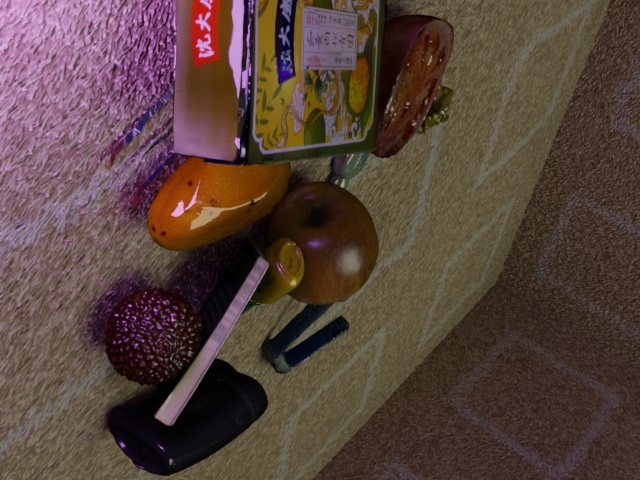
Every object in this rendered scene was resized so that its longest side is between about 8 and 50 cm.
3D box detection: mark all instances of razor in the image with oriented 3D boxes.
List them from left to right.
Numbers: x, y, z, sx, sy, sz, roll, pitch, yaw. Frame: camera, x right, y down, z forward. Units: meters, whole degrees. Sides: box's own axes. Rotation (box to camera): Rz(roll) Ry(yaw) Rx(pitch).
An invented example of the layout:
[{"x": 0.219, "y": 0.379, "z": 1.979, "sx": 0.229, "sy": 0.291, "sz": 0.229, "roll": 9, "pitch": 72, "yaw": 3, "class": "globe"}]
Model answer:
[{"x": -0.285, "y": 0.385, "z": 1.758, "sx": 0.349, "sy": 0.204, "sz": 0.113, "roll": -25, "pitch": 137, "yaw": -49, "class": "razor"}]

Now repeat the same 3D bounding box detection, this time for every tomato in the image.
[{"x": 0.155, "y": -0.350, "z": 1.740, "sx": 0.338, "sy": 0.144, "sz": 0.338, "roll": -50, "pitch": 159, "yaw": -27, "class": "tomato"}]

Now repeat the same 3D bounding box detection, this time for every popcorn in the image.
[{"x": 0.264, "y": -0.339, "z": 2.019, "sx": 0.126, "sy": 0.126, "sz": 0.145, "roll": 135, "pitch": -21, "yaw": -72, "class": "popcorn"}]

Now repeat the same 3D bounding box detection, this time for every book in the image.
[{"x": -0.225, "y": 0.173, "z": 1.628, "sx": 0.371, "sy": 0.043, "sz": 0.260, "roll": -58, "pitch": -166, "yaw": 2, "class": "book"}]

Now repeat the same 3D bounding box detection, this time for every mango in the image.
[{"x": -0.183, "y": -0.078, "z": 1.385, "sx": 0.290, "sy": 0.160, "sz": 0.191, "roll": -38, "pitch": -175, "yaw": -33, "class": "mango"}]

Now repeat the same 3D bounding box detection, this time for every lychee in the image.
[{"x": -0.310, "y": 0.170, "z": 1.461, "sx": 0.188, "sy": 0.188, "sz": 0.188, "roll": -44, "pitch": 155, "yaw": -27, "class": "lychee"}]

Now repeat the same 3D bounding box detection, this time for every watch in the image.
[{"x": -0.030, "y": 0.238, "z": 2.168, "sx": 0.275, "sy": 0.068, "sz": 0.276, "roll": -31, "pitch": 152, "yaw": -17, "class": "watch"}]

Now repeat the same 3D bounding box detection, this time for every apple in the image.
[{"x": 0.000, "y": 0.000, "z": 1.761, "sx": 0.264, "sy": 0.264, "sz": 0.264, "roll": -44, "pitch": 155, "yaw": -27, "class": "apple"}]

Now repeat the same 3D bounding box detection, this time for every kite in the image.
[{"x": -0.218, "y": -0.218, "z": 1.322, "sx": 0.360, "sy": 0.022, "sz": 0.204, "roll": -51, "pitch": 158, "yaw": -22, "class": "kite"}]

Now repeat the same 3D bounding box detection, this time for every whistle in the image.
[{"x": 0.057, "y": -0.152, "z": 1.916, "sx": 0.104, "sy": 0.057, "sz": 0.198, "roll": -7, "pitch": 126, "yaw": -61, "class": "whistle"}]

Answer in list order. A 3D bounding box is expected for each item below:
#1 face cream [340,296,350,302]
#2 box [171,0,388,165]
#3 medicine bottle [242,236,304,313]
[{"x": 0.012, "y": 0.105, "z": 2.189, "sx": 0.114, "sy": 0.070, "sz": 0.224, "roll": -57, "pitch": 145, "yaw": -2, "class": "face cream"}, {"x": -0.045, "y": -0.314, "z": 1.231, "sx": 0.420, "sy": 0.138, "sz": 0.372, "roll": -15, "pitch": 113, "yaw": -58, "class": "box"}, {"x": -0.129, "y": 0.092, "z": 1.702, "sx": 0.076, "sy": 0.111, "sz": 0.309, "roll": 7, "pitch": 155, "yaw": -28, "class": "medicine bottle"}]
